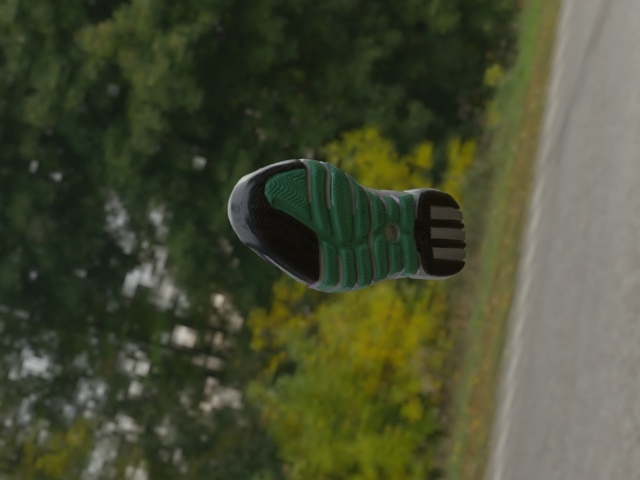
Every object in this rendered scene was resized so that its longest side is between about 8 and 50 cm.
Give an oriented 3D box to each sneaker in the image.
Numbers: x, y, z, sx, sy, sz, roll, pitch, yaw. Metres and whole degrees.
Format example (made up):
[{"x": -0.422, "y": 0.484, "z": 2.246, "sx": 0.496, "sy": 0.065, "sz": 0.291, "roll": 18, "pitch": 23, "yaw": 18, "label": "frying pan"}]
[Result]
[{"x": 0.000, "y": 0.000, "z": 1.098, "sx": 0.224, "sy": 0.098, "sz": 0.083, "roll": 11, "pitch": -105, "yaw": -49, "label": "sneaker"}]
